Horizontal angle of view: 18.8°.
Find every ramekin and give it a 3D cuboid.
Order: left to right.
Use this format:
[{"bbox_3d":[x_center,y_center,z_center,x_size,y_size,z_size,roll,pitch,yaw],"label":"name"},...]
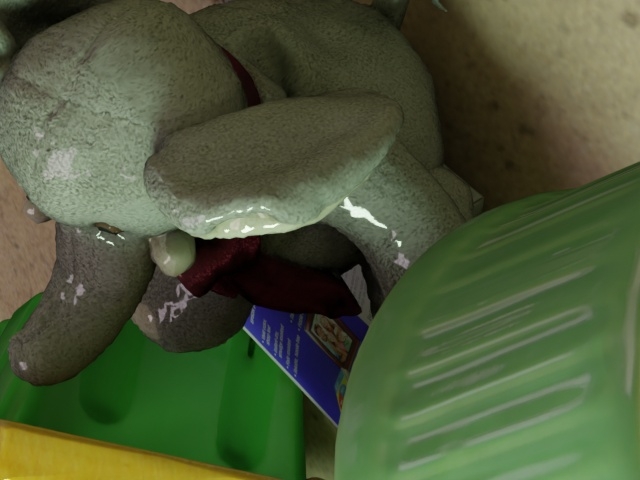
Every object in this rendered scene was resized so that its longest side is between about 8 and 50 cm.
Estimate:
[{"bbox_3d":[0.170,0.101,0.725,0.148,0.303,0.303,-32,83,51],"label":"ramekin"}]

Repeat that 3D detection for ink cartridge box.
[{"bbox_3d":[0.000,0.000,1.152,0.208,0.045,0.206,42,141,31],"label":"ink cartridge box"}]

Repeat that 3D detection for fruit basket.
[{"bbox_3d":[-0.164,0.245,1.295,0.392,0.283,0.392,-52,25,37],"label":"fruit basket"}]

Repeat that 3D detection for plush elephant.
[{"bbox_3d":[-0.060,-0.030,0.955,0.272,0.255,0.330,32,122,38],"label":"plush elephant"}]

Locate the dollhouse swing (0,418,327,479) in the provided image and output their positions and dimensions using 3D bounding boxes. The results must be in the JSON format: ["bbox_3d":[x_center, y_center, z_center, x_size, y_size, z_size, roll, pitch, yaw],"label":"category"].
[{"bbox_3d":[-0.034,0.239,0.963,0.347,0.305,0.315,131,136,-80],"label":"dollhouse swing"}]
